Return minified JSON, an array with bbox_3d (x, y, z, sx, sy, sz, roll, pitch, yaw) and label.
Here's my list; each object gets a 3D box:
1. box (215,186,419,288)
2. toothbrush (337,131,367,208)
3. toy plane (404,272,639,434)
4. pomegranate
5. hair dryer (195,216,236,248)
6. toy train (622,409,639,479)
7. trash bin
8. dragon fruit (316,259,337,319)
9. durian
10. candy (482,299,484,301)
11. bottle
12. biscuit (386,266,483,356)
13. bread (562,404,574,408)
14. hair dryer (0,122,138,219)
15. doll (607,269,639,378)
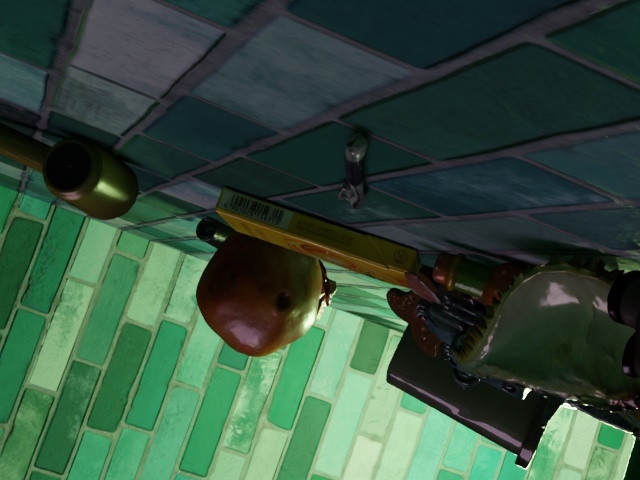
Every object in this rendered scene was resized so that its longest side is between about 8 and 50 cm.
[{"bbox_3d":[0.000,0.000,1.501,0.269,0.043,0.152,19,174,10],"label":"box"},{"bbox_3d":[0.029,-0.060,0.980,0.026,0.024,0.288,33,176,5],"label":"toothbrush"},{"bbox_3d":[0.237,0.150,1.344,0.326,0.104,0.223,39,164,23],"label":"toy plane"},{"bbox_3d":[-0.100,0.084,1.798,0.209,0.209,0.209,19,174,2],"label":"pomegranate"},{"bbox_3d":[-0.129,0.058,1.967,0.173,0.050,0.194,29,-154,-56],"label":"hair dryer"},{"bbox_3d":[0.556,0.329,1.707,0.178,0.249,0.429,17,173,23],"label":"toy train"},{"bbox_3d":[0.250,0.200,1.734,0.250,0.219,0.220,25,174,13],"label":"trash bin"},{"bbox_3d":[-0.019,0.065,2.001,0.162,0.083,0.106,47,-160,29],"label":"dragon fruit"},{"bbox_3d":[0.247,0.088,1.065,0.252,0.139,0.144,15,177,34],"label":"durian"},{"bbox_3d":[0.294,0.118,1.421,0.106,0.094,0.199,30,164,-32],"label":"candy"},{"bbox_3d":[0.214,0.059,1.231,0.187,0.069,0.069,19,174,18],"label":"bottle"},{"bbox_3d":[0.176,0.097,1.578,0.138,0.031,0.205,53,152,2],"label":"biscuit"},{"bbox_3d":[0.349,0.212,1.967,0.239,0.111,0.246,20,174,-12],"label":"bread"},{"bbox_3d":[-0.397,-0.120,1.538,0.279,0.090,0.135,24,176,16],"label":"hair dryer"},{"bbox_3d":[0.328,0.088,0.832,0.257,0.117,0.182,27,143,60],"label":"doll"}]
